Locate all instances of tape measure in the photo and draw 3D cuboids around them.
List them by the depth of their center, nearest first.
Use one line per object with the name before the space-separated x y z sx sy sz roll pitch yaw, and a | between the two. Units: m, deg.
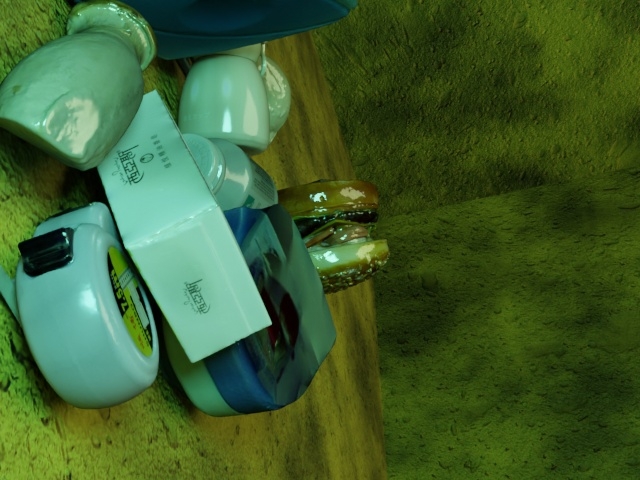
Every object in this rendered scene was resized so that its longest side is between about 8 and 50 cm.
tape measure | -0.230 0.068 0.778 0.178 0.105 0.196 -113 -176 -83
tape measure | -0.109 0.111 1.122 0.259 0.138 0.262 67 30 -27

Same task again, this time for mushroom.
mushroom | -0.252 -0.168 0.867 0.350 0.128 0.128 -92 166 -57

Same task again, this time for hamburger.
hamburger | 0.000 0.000 1.669 0.291 0.290 0.225 8 71 -79

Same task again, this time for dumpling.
dumpling | -0.142 -0.280 1.614 0.252 0.131 0.179 50 53 -52

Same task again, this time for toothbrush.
toothbrush | -0.230 -0.292 1.416 0.220 0.016 0.019 67 24 -52

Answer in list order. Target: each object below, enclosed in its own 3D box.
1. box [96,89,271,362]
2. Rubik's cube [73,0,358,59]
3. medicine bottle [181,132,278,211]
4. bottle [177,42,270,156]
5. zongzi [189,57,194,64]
box | -0.168 -0.021 0.937 0.260 0.111 0.195 53 -13 46
Rubik's cube | -0.154 -0.471 1.092 0.352 0.351 0.348 15 64 -76
medicine bottle | -0.157 -0.082 1.229 0.215 0.135 0.135 39 40 -68
bottle | -0.155 -0.261 1.315 0.147 0.147 0.237 20 70 -78
zongzi | -0.204 -0.417 1.450 0.228 0.114 0.256 -94 174 -52
